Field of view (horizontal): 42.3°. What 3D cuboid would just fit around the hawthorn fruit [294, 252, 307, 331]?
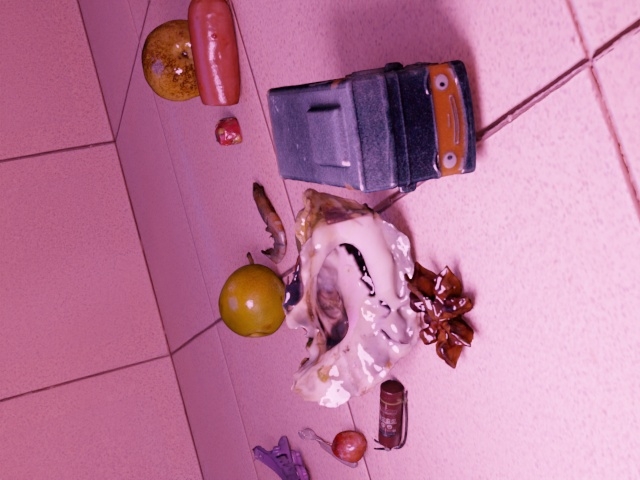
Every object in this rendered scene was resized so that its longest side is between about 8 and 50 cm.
[{"bbox_3d":[0.030,0.084,1.460,0.179,0.173,0.174,-84,-6,-61],"label":"hawthorn fruit"}]

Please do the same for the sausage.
[{"bbox_3d":[-0.242,-0.438,1.879,0.113,0.113,0.259,-147,47,-61],"label":"sausage"}]

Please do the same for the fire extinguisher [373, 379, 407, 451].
[{"bbox_3d":[0.127,0.324,1.491,0.064,0.043,0.158,11,123,20],"label":"fire extinguisher"}]

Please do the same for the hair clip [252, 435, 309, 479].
[{"bbox_3d":[-0.078,0.586,2.121,0.278,0.090,0.137,30,129,56],"label":"hair clip"}]

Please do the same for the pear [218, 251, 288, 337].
[{"bbox_3d":[-0.157,0.121,1.954,0.180,0.166,0.216,95,176,-68],"label":"pear"}]

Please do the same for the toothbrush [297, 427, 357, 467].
[{"bbox_3d":[0.013,0.472,1.884,0.307,0.029,0.025,-177,82,-68],"label":"toothbrush"}]

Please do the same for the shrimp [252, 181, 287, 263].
[{"bbox_3d":[-0.128,-0.032,1.941,0.148,0.035,0.195,105,144,-55],"label":"shrimp"}]

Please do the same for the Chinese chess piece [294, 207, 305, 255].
[{"bbox_3d":[0.000,0.000,1.600,0.144,0.058,0.144,168,90,-68],"label":"Chinese chess piece"}]

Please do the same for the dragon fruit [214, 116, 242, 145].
[{"bbox_3d":[-0.230,-0.269,2.019,0.083,0.056,0.060,-133,35,-55],"label":"dragon fruit"}]

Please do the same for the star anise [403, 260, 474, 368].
[{"bbox_3d":[0.180,0.108,1.215,0.168,0.057,0.168,46,149,39],"label":"star anise"}]

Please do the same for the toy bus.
[{"bbox_3d":[0.061,-0.160,1.161,0.323,0.194,0.162,-162,62,-66],"label":"toy bus"}]

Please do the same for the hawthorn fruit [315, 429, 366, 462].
[{"bbox_3d":[0.041,0.417,1.682,0.067,0.103,0.067,-174,90,-84],"label":"hawthorn fruit"}]

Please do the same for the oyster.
[{"bbox_3d":[0.037,0.085,1.302,0.114,0.237,0.352,6,114,67],"label":"oyster"}]

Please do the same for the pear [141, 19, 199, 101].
[{"bbox_3d":[-0.332,-0.434,2.000,0.197,0.197,0.197,167,90,-69],"label":"pear"}]
